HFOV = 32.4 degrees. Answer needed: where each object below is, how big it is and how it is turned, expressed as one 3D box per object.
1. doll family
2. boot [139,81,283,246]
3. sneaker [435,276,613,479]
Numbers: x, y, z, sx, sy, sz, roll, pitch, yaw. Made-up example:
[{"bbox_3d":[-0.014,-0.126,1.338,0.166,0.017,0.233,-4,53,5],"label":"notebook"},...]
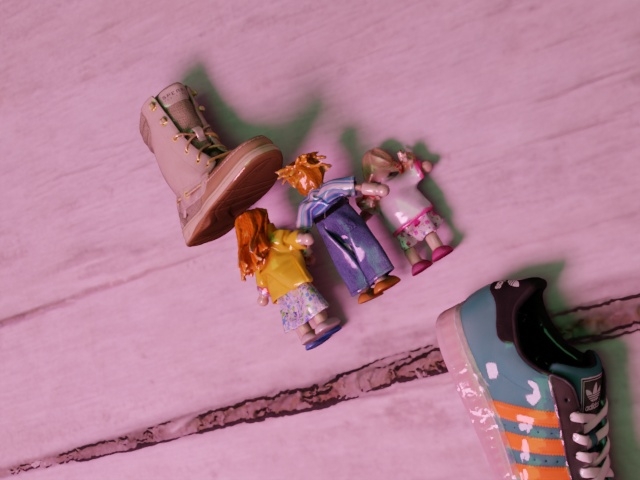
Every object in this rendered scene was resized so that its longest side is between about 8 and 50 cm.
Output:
[{"bbox_3d":[0.000,0.000,1.141,0.263,0.118,0.163,-37,77,29],"label":"doll family"},{"bbox_3d":[-0.127,-0.103,1.199,0.165,0.077,0.213,65,148,12],"label":"boot"},{"bbox_3d":[0.224,0.176,1.038,0.121,0.108,0.302,-34,77,33],"label":"sneaker"}]
